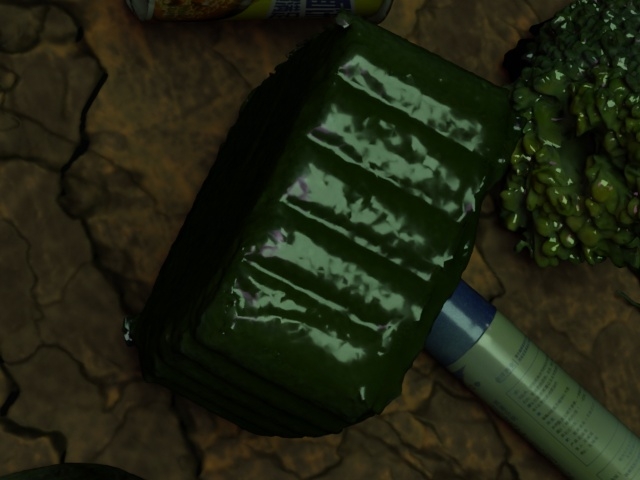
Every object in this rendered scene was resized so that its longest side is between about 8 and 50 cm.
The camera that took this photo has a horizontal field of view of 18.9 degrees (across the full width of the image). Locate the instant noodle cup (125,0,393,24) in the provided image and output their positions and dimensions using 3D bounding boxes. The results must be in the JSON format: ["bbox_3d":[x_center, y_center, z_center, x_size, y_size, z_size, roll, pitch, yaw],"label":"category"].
[{"bbox_3d":[-0.055,-0.241,1.336,0.174,0.213,0.213,-10,84,-12],"label":"instant noodle cup"}]

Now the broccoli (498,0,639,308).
[{"bbox_3d":[0.262,-0.065,1.416,0.242,0.180,0.273,-27,90,-23],"label":"broccoli"}]

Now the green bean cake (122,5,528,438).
[{"bbox_3d":[0.000,0.000,1.277,0.156,0.247,0.250,27,73,-13],"label":"green bean cake"}]

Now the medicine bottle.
[{"bbox_3d":[0.145,0.103,1.410,0.231,0.059,0.059,42,70,-7],"label":"medicine bottle"}]

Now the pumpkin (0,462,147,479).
[{"bbox_3d":[-0.116,0.236,1.251,0.312,0.148,0.169,16,79,-20],"label":"pumpkin"}]
